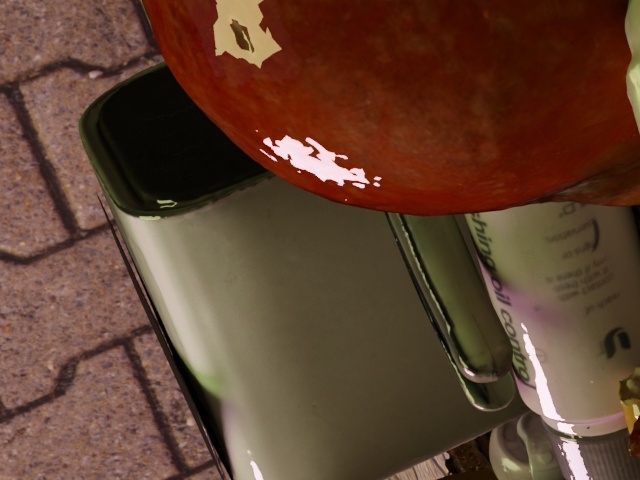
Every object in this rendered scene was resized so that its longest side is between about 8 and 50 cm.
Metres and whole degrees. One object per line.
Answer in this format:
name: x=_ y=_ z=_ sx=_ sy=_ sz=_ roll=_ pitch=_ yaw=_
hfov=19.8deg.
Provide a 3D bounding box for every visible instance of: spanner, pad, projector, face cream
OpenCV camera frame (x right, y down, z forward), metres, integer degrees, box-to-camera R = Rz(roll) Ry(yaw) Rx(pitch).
spanner: x=0.037 y=-0.054 z=1.048 sx=0.095 sy=0.040 sz=0.324 roll=73 pitch=175 yaw=-67
pad: x=-0.106 y=0.080 z=1.280 sx=0.143 sy=0.003 sz=0.211 roll=76 pitch=168 yaw=-55
projector: x=0.000 y=0.000 z=1.267 sx=0.248 sy=0.248 sz=0.249 roll=-127 pitch=15 yaw=-62
face cream: x=0.140 y=0.031 z=1.014 sx=0.092 sy=0.092 sz=0.311 roll=-127 pitch=14 yaw=-60

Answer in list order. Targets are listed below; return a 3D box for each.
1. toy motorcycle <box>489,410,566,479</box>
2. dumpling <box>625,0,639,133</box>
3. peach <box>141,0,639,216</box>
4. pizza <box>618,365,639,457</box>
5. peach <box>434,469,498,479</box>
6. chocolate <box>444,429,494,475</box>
toy motorcycle: x=0.180 y=0.212 z=1.218 sx=0.254 sy=0.112 sz=0.112 roll=58 pitch=169 yaw=39
dumpling: x=0.184 y=-0.016 z=0.570 sx=0.155 sy=0.181 sz=0.111 roll=-21 pitch=54 yaw=54
peach: x=0.058 y=-0.110 z=0.679 sx=0.256 sy=0.232 sz=0.232 roll=53 pitch=179 yaw=-27
pizza: x=0.224 y=0.164 z=0.874 sx=0.228 sy=0.081 sz=0.289 roll=85 pitch=161 yaw=-67
peach: x=0.142 y=0.277 z=1.332 sx=0.251 sy=0.153 sz=0.251 roll=32 pitch=-165 yaw=-10
chocolate: x=0.138 y=0.182 z=1.611 sx=0.102 sy=0.065 sz=0.329 roll=49 pitch=180 yaw=-22
